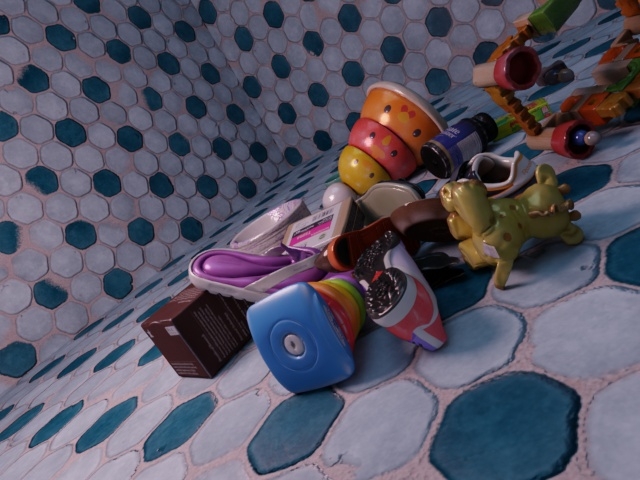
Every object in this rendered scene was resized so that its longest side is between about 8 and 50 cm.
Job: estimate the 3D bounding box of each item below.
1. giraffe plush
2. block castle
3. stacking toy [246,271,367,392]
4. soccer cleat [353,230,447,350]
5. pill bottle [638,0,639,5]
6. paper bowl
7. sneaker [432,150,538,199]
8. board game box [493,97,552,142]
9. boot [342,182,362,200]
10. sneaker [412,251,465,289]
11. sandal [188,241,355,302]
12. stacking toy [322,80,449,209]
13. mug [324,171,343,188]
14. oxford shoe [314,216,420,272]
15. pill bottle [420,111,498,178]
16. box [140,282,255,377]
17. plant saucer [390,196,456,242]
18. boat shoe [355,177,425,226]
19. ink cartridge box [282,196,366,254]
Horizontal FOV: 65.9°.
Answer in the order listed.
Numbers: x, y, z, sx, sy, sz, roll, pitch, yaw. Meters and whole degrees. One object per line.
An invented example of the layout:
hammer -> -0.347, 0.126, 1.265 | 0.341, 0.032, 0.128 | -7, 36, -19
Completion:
giraffe plush -> 0.320, -0.039, 0.813 | 0.170, 0.182, 0.210 | -24, 23, 0
block castle -> 0.586, -0.422, 1.057 | 0.453, 0.303, 0.213 | -49, 19, -1
stacking toy -> 0.028, 0.128, 0.911 | 0.165, 0.175, 0.301 | -28, 0, 33
soccer cleat -> 0.135, 0.078, 0.854 | 0.109, 0.116, 0.318 | -46, 12, 13
pill bottle -> 0.703, -0.377, 0.904 | 0.152, 0.272, 0.152 | -29, 14, 8
paper bowl -> -0.145, -0.004, 1.629 | 0.284, 0.148, 0.284 | -28, 15, 8
sneaker -> 0.319, -0.108, 1.060 | 0.321, 0.127, 0.126 | -17, 34, 47
board game box -> 0.612, -0.374, 1.532 | 0.181, 0.043, 0.092 | -25, 16, 23
boot -> 0.152, -0.210, 1.827 | 0.190, 0.086, 0.069 | -38, 16, -24
sneaker -> 0.188, 0.064, 0.931 | 0.170, 0.051, 0.089 | -21, 13, 24
sandal -> -0.095, 0.060, 1.096 | 0.415, 0.102, 0.169 | -1, 40, 3
stacking toy -> 0.185, -0.265, 1.701 | 0.480, 0.350, 0.350 | -52, 17, -5
mug -> 0.104, -0.222, 1.941 | 0.157, 0.097, 0.129 | -20, 18, 34
oxford shoe -> 0.105, 0.012, 1.067 | 0.271, 0.097, 0.098 | -9, -10, -37
pill bottle -> 0.420, -0.290, 1.483 | 0.219, 0.123, 0.123 | -35, 15, -12
box -> -0.278, 0.199, 1.191 | 0.168, 0.167, 0.203 | -14, 23, 47
plant saucer -> 0.240, -0.034, 0.992 | 0.198, 0.198, 0.036 | -16, 65, 45
boat shoe -> 0.201, -0.115, 1.342 | 0.113, 0.127, 0.340 | -39, 3, -18
ink cartridge box -> 0.000, 0.000, 1.376 | 0.234, 0.088, 0.193 | -24, 28, 27
